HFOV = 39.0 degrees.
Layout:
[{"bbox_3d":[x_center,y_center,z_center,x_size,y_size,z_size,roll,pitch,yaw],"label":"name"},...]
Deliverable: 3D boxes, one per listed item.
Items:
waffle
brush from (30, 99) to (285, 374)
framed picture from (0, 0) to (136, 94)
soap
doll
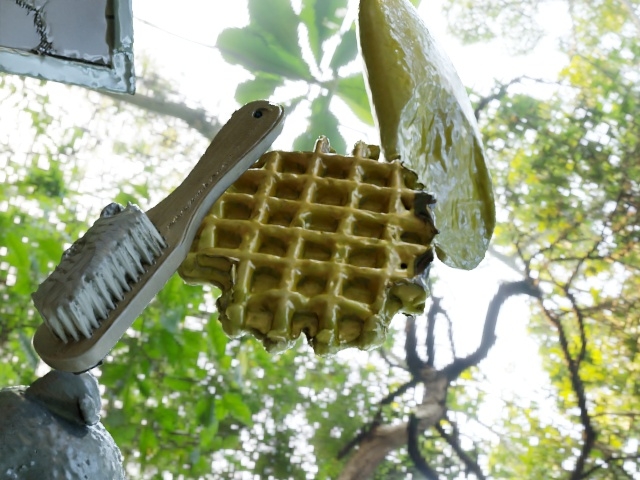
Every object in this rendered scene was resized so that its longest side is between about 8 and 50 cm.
[{"bbox_3d":[0.000,-0.003,0.949,0.060,0.307,0.312,93,-28,-43],"label":"waffle"},{"bbox_3d":[-0.131,-0.030,0.767,0.070,0.065,0.327,13,-131,30],"label":"brush"},{"bbox_3d":[-0.247,-0.219,0.556,0.018,0.293,0.231,-11,-101,47],"label":"framed picture"},{"bbox_3d":[0.151,-0.186,1.298,0.115,0.306,0.428,-27,-128,25],"label":"soap"},{"bbox_3d":[-0.303,0.252,0.694,0.158,0.340,0.246,31,-41,59],"label":"doll"}]
